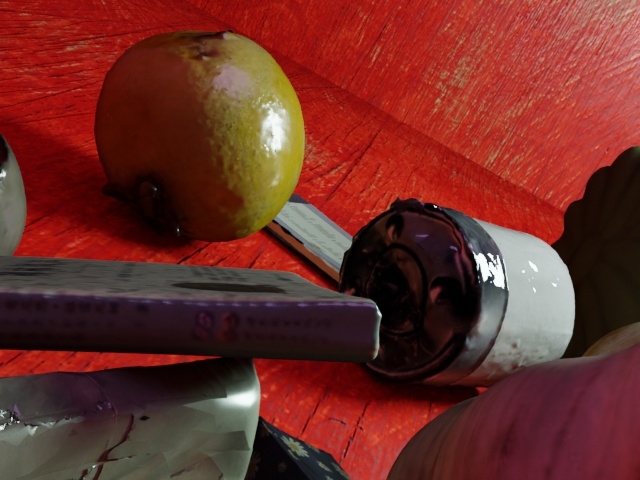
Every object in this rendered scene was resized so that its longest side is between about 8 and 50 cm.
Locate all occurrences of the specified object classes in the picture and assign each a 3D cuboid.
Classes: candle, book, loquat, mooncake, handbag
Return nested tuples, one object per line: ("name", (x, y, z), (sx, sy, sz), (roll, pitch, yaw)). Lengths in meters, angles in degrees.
("candle", (0.173, 0.068, 1.038), (0.330, 0.187, 0.187), (11, 23, -47))
("book", (-0.181, 0.025, 0.473), (0.379, 0.031, 0.264), (3, 0, -10))
("book", (-0.001, 0.001, 1.242), (0.231, 0.026, 0.157), (38, 16, 28))
("loquat", (-0.129, -0.106, 1.016), (0.243, 0.244, 0.244), (26, 16, -8))
("mooncake", (0.451, 0.041, 1.294), (0.194, 0.356, 0.356), (26, 16, -19))
("handbag", (0.006, 0.186, 0.625), (0.115, 0.072, 0.139), (41, 7, 41))

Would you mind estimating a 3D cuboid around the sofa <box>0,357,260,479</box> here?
("sofa", (-0.059, 0.172, 0.334), (0.225, 0.176, 0.210), (39, 18, 31))

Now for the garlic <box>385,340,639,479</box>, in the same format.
("garlic", (0.110, 0.168, 0.344), (0.245, 0.245, 0.253), (32, 52, 12))

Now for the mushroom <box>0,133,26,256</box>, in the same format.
("mushroom", (-0.279, -0.024, 0.672), (0.188, 0.141, 0.117), (26, -25, 37))

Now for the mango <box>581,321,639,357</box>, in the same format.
("mango", (0.376, 0.186, 0.943), (0.221, 0.199, 0.384), (-5, 3, -11))
